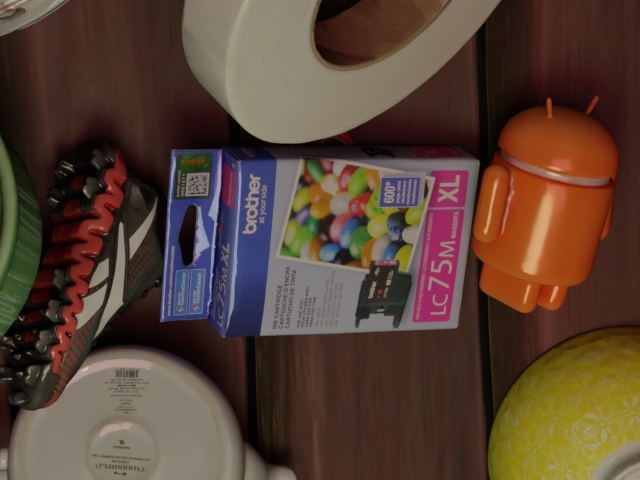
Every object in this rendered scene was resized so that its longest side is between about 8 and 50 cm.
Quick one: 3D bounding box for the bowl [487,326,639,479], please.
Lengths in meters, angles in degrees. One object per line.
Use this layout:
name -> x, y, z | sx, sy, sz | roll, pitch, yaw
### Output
bowl -> 0.331, 0.249, 1.972 | 0.289, 0.156, 0.289 | -2, 108, -5

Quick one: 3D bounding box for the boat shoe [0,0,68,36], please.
boat shoe -> -0.379, -0.228, 1.746 | 0.367, 0.156, 0.136 | -14, 109, 0

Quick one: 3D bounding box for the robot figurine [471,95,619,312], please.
robot figurine -> 0.227, -0.040, 1.884 | 0.158, 0.128, 0.219 | 11, 108, -6

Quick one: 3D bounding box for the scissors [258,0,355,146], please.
scissors -> 0.005, -0.163, 1.880 | 0.109, 0.021, 0.297 | 14, 105, -7

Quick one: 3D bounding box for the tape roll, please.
tape roll -> 0.050, -0.255, 1.689 | 0.392, 0.392, 0.072 | -48, 64, 10

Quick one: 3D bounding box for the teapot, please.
teapot -> -0.197, 0.231, 1.908 | 0.252, 0.187, 0.256 | -43, 81, -11

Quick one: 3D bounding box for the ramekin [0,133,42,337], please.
ramekin -> -0.402, -0.010, 1.717 | 0.303, 0.148, 0.303 | -2, 80, 9

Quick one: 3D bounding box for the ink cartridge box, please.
ink cartridge box -> 0.000, 0.000, 1.868 | 0.311, 0.065, 0.186 | 0, 108, -20

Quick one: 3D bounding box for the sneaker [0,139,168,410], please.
sneaker -> -0.221, 0.046, 1.837 | 0.135, 0.097, 0.276 | 31, 66, -36
